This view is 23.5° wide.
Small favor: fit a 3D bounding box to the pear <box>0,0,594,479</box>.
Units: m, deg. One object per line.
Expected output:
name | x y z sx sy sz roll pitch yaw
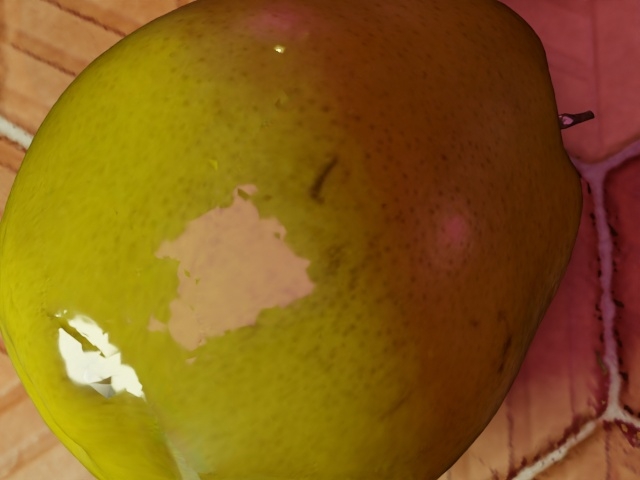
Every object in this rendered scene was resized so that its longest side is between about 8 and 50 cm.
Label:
pear | -0.005 -0.004 0.802 0.285 0.285 0.336 43 89 14
